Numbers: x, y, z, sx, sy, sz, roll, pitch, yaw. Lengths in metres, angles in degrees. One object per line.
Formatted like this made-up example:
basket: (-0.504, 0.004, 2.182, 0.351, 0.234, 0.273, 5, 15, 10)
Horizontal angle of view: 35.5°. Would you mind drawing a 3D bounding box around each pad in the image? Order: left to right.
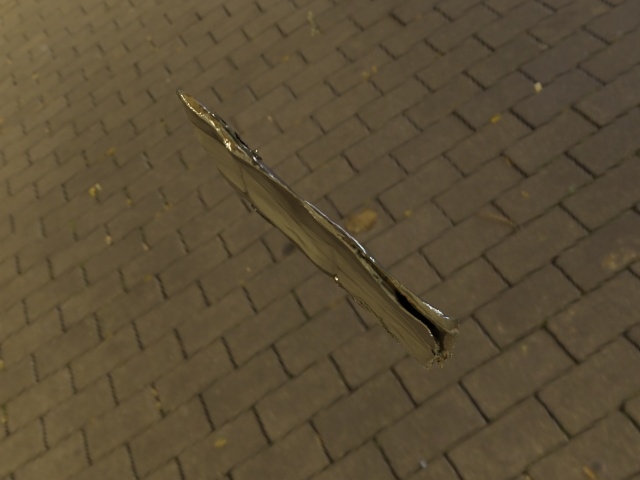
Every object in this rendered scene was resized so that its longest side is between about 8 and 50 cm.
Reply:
pad: (0.000, 0.001, 0.677, 0.233, 0.174, 0.022, 41, 83, 11)
